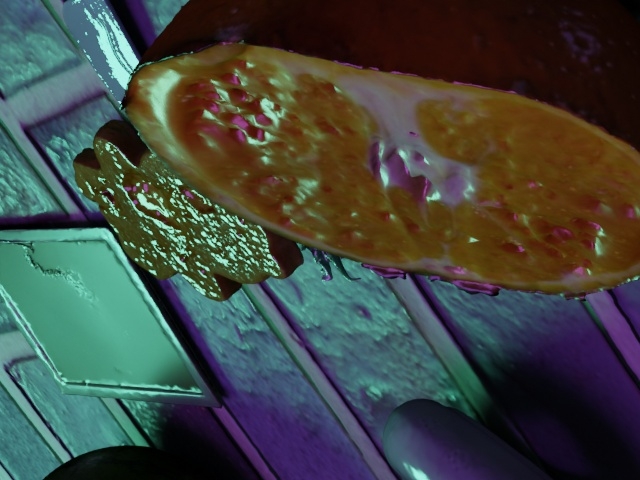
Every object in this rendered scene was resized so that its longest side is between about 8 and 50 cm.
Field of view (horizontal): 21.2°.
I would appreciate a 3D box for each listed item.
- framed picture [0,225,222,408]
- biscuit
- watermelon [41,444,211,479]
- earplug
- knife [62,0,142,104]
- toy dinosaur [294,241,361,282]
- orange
[{"bbox_3d":[-0.227,0.071,1.662,0.273,0.016,0.216,0,127,48],"label":"framed picture"},{"bbox_3d":[-0.110,-0.026,1.400,0.249,0.035,0.184,-4,127,56],"label":"biscuit"},{"bbox_3d":[-0.195,0.325,1.700,0.242,0.242,0.242,28,143,24],"label":"watermelon"},{"bbox_3d":[0.109,0.242,1.339,0.214,0.175,0.325,38,146,6],"label":"earplug"},{"bbox_3d":[-0.174,-0.174,1.327,0.080,0.044,0.331,9,136,38],"label":"knife"},{"bbox_3d":[0.000,0.000,1.336,0.083,0.021,0.062,7,120,47],"label":"toy dinosaur"},{"bbox_3d":[0.048,-0.067,1.008,0.310,0.274,0.274,-20,119,7],"label":"orange"}]
